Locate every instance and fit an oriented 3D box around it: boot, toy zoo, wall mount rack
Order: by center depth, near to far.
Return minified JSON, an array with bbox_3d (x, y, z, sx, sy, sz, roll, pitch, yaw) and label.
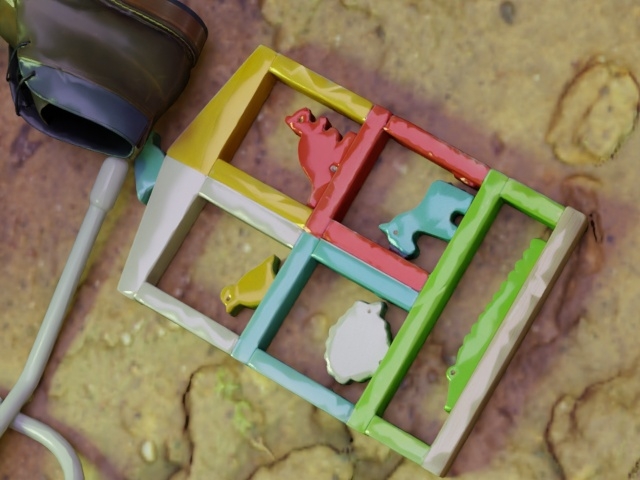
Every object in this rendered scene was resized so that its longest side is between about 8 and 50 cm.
[{"bbox_3d":[0.000,0.000,1.172,0.293,0.030,0.192,30,86,15],"label":"toy zoo"},{"bbox_3d":[-0.290,0.049,1.176,0.350,0.130,0.304,22,54,13],"label":"wall mount rack"},{"bbox_3d":[-0.191,-0.133,1.177,0.219,0.082,0.106,19,63,-3],"label":"boot"}]
